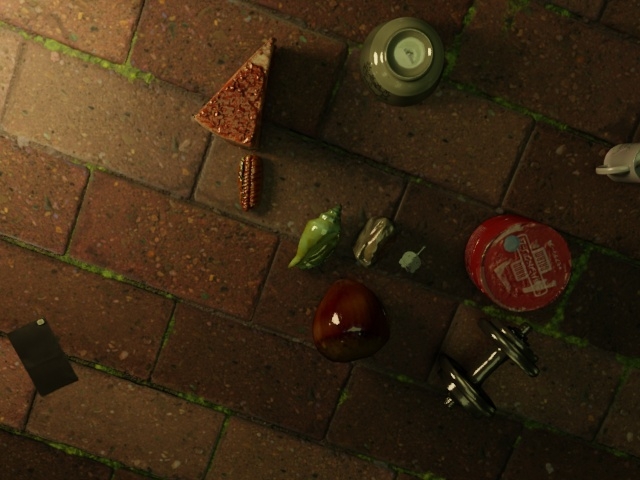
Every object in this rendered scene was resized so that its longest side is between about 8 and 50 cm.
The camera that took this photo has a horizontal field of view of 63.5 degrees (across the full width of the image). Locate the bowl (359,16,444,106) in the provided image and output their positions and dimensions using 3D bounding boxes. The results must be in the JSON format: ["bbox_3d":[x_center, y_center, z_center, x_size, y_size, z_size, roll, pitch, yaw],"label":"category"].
[{"bbox_3d":[0.198,-0.427,1.214,0.211,0.112,0.212,0,100,1],"label":"bowl"}]

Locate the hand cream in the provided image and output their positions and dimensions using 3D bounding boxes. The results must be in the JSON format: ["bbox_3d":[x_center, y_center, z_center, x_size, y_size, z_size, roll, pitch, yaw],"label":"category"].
[{"bbox_3d":[0.476,0.051,1.271,0.230,0.149,0.230,0,99,-3],"label":"hand cream"}]

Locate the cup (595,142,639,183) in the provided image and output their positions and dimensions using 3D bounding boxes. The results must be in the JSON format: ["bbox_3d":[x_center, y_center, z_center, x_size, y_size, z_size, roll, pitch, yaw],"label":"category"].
[{"bbox_3d":[0.746,-0.191,1.243,0.136,0.133,0.099,16,99,-3],"label":"cup"}]

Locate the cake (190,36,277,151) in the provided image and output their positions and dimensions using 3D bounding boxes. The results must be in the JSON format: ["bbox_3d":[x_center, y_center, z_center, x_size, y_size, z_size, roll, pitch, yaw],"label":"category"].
[{"bbox_3d":[-0.148,-0.323,1.202,0.262,0.158,0.159,-44,101,4],"label":"cake"}]

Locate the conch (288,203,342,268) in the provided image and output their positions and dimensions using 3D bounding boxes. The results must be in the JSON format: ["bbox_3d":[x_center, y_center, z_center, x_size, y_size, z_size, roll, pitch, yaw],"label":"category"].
[{"bbox_3d":[-0.001,-0.004,1.293,0.094,0.079,0.201,19,115,-16],"label":"conch"}]

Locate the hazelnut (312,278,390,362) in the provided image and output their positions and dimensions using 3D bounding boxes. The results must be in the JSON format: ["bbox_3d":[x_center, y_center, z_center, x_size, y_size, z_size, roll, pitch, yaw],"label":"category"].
[{"bbox_3d":[0.071,0.193,1.277,0.208,0.208,0.208,0,99,-1],"label":"hazelnut"}]

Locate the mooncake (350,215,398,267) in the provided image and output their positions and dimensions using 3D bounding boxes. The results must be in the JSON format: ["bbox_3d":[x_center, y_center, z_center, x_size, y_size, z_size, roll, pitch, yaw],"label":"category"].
[{"bbox_3d":[0.138,0.000,1.268,0.073,0.125,0.130,33,100,-10],"label":"mooncake"}]

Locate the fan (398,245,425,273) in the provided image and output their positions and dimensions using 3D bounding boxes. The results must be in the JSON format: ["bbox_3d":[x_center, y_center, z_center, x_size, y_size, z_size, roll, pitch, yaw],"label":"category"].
[{"bbox_3d":[0.243,0.045,1.337,0.056,0.004,0.083,42,95,-7],"label":"fan"}]

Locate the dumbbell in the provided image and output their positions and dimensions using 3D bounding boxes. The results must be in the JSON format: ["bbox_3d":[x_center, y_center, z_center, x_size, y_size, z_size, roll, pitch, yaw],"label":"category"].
[{"bbox_3d":[0.415,0.311,1.286,0.192,0.192,0.290,43,97,-6],"label":"dumbbell"}]

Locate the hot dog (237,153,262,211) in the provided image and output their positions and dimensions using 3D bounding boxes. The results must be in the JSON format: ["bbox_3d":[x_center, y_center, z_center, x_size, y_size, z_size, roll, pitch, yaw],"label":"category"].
[{"bbox_3d":[-0.176,-0.143,1.286,0.062,0.038,0.144,5,99,-2],"label":"hot dog"}]

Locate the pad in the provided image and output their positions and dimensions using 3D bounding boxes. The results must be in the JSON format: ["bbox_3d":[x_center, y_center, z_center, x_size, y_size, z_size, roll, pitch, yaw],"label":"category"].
[{"bbox_3d":[-0.733,0.307,1.365,0.116,0.004,0.193,-23,99,3],"label":"pad"}]
